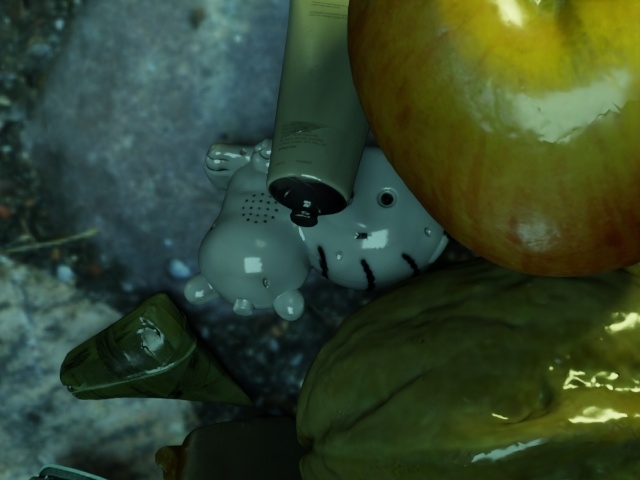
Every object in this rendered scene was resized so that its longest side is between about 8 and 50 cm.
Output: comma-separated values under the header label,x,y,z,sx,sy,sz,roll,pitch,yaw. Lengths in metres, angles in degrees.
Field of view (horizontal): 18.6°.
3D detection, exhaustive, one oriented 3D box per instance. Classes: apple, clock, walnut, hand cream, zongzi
label,x,y,z,sx,sy,sz,roll,pitch,yaw
apple,0.153,-0.123,1.184,0.286,0.233,0.286,-2,80,13
clock,0.000,0.000,1.327,0.176,0.080,0.117,4,68,9
walnut,0.120,0.122,1.285,0.283,0.283,0.227,-8,82,13
hand cream,0.005,-0.095,1.296,0.087,0.054,0.186,8,65,8
zongzi,-0.121,0.105,1.430,0.104,0.052,0.113,-32,112,26

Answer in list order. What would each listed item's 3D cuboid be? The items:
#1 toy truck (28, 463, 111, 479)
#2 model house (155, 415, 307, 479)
label,x,y,z,sx,sy,sz,roll,pitch,yaw
toy truck,-0.185,0.258,1.454,0.080,0.115,0.177,15,87,16
model house,-0.086,0.246,1.365,0.219,0.199,0.229,38,111,-23
